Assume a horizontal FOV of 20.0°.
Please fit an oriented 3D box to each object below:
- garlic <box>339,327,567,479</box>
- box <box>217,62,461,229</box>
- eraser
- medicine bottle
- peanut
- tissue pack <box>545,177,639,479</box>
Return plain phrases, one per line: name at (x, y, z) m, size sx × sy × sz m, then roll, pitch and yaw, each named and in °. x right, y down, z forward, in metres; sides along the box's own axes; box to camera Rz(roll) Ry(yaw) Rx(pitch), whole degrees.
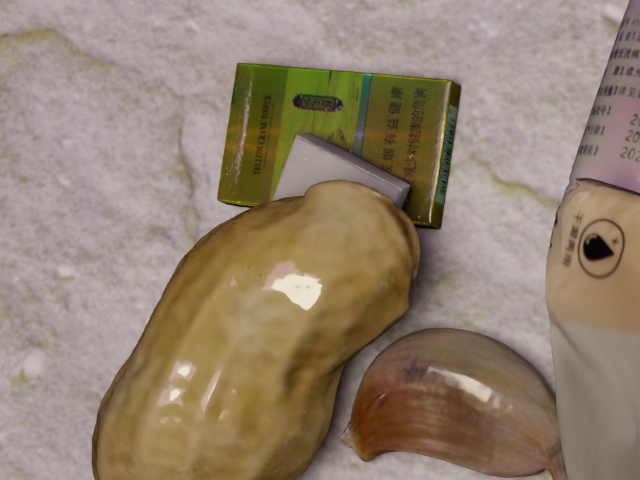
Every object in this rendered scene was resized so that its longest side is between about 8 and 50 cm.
garlic at (0.121, 0.140, 1.417) m, size 0.198 × 0.090 × 0.129 m, roll 16°, pitch 104°, yaw 16°
box at (0.013, -0.080, 1.506) m, size 0.193 × 0.030 × 0.121 m, roll 7°, pitch 86°, yaw 22°
eraser at (0.000, 0.000, 1.479) m, size 0.103 × 0.023 × 0.150 m, roll 28°, pitch 110°, yaw 18°
medicine bottle at (0.288, -0.120, 1.340) m, size 0.152 × 0.152 × 0.254 m, roll 19°, pitch 90°, yaw 22°
peanut at (-0.063, 0.089, 1.426) m, size 0.174 × 0.158 × 0.340 m, roll 42°, pitch 113°, yaw 40°
tissue pack at (0.311, 0.160, 1.193) m, size 0.390 × 0.195 × 0.376 m, roll 18°, pitch 120°, yaw 45°
